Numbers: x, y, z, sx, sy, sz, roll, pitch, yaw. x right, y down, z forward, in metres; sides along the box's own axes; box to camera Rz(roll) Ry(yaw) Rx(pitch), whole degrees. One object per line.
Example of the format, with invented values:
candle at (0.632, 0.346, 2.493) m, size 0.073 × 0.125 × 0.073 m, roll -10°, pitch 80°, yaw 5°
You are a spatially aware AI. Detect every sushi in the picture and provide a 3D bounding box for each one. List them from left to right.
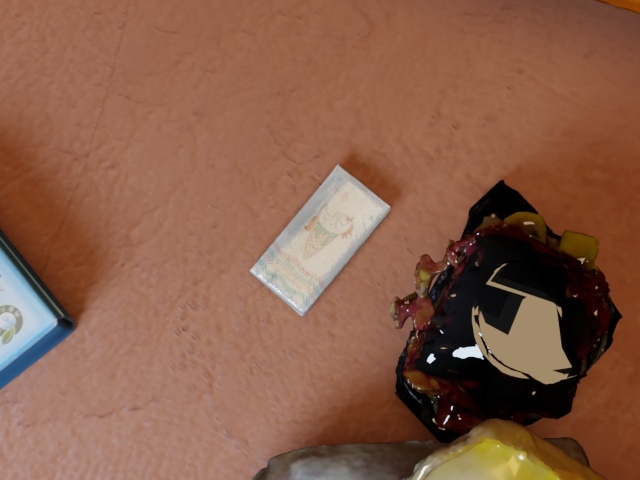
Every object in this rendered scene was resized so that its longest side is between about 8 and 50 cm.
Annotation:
sushi at (0.131, 0.060, 0.795) m, size 0.172 × 0.150 × 0.153 m, roll -43°, pitch 86°, yaw -6°

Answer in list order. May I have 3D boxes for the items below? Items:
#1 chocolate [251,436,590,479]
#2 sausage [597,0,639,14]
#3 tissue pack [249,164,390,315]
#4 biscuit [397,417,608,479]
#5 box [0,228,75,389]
chocolate at (0.068, 0.224, 0.775) m, size 0.253 × 0.080 × 0.157 m, roll -2°, pitch 117°, yaw 0°
sausage at (0.198, -0.293, 0.804) m, size 0.287 × 0.233 × 0.233 m, roll 18°, pitch 83°, yaw 0°
tissue pack at (0.000, 0.000, 0.862) m, size 0.056 × 0.023 × 0.108 m, roll 38°, pitch 83°, yaw 3°
biscuit at (0.106, 0.339, 0.720) m, size 0.446 × 0.104 × 0.429 m, roll 33°, pitch 107°, yaw -8°
box at (-0.315, 0.079, 0.814) m, size 0.232 × 0.083 × 0.143 m, roll -39°, pitch 85°, yaw -7°
